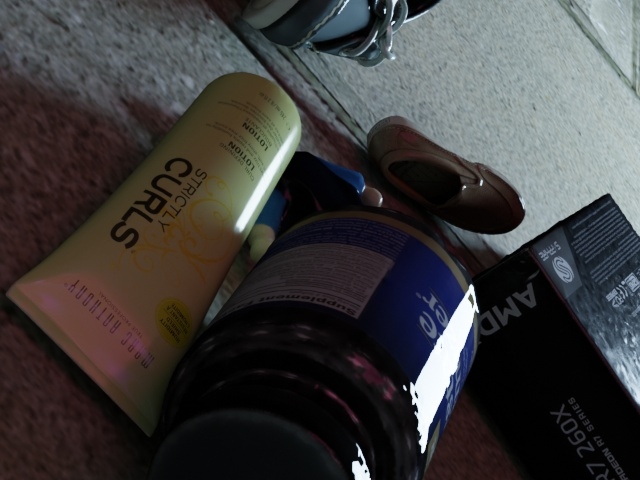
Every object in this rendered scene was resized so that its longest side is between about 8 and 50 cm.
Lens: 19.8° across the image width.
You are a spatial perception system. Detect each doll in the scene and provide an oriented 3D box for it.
[{"bbox_3d":[0.000,0.000,1.047,0.129,0.046,0.189,-19,74,-52],"label":"doll"}]

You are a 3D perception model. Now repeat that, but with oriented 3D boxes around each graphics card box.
[{"bbox_3d":[0.236,0.156,1.221,0.371,0.094,0.233,57,24,2],"label":"graphics card box"}]

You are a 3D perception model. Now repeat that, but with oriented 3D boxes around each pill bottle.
[{"bbox_3d":[-0.002,0.073,0.855,0.123,0.123,0.219,51,25,-8],"label":"pill bottle"}]

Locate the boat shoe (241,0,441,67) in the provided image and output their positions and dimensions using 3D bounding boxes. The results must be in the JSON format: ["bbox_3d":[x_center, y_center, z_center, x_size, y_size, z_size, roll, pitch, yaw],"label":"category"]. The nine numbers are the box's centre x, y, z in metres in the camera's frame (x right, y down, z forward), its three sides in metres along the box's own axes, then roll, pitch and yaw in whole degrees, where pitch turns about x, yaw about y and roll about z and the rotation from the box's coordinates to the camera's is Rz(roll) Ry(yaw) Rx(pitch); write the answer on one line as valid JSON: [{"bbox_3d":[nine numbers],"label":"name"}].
[{"bbox_3d":[0.034,-0.176,1.262,0.099,0.116,0.319,48,19,-5],"label":"boat shoe"}]

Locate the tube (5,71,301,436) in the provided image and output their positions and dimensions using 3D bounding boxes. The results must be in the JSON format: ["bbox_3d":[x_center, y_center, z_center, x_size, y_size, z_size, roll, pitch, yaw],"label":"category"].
[{"bbox_3d":[-0.071,-0.005,0.911,0.070,0.062,0.240,13,34,12],"label":"tube"}]

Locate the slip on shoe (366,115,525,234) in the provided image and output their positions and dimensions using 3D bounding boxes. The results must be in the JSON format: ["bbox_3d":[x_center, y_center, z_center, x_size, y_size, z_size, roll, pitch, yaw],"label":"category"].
[{"bbox_3d":[0.088,-0.036,1.250,0.135,0.051,0.041,35,25,-31],"label":"slip on shoe"}]
